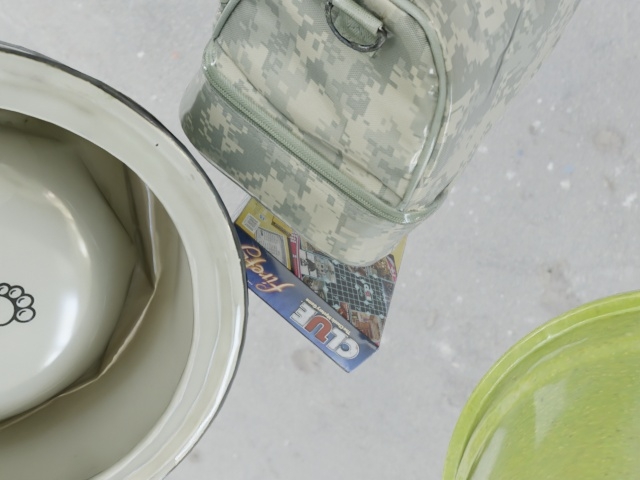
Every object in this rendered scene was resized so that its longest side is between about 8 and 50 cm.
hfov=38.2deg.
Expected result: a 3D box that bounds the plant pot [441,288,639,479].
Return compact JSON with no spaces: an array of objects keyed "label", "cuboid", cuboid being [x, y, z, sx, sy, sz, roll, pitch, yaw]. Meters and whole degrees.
[{"label":"plant pot","cuboid":[0.147,0.172,0.383,0.276,0.254,0.276,3,97,24]}]

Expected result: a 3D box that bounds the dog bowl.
[{"label":"dog bowl","cuboid":[-0.266,0.035,0.659,0.408,0.150,0.408,-9,120,-16]}]

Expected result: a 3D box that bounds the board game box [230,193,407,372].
[{"label":"board game box","cuboid":[0.000,0.000,0.879,0.165,0.243,0.042,41,116,-8]}]

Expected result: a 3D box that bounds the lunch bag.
[{"label":"lunch bag","cuboid":[0.069,-0.172,0.649,0.212,0.305,0.256,41,149,0]}]
